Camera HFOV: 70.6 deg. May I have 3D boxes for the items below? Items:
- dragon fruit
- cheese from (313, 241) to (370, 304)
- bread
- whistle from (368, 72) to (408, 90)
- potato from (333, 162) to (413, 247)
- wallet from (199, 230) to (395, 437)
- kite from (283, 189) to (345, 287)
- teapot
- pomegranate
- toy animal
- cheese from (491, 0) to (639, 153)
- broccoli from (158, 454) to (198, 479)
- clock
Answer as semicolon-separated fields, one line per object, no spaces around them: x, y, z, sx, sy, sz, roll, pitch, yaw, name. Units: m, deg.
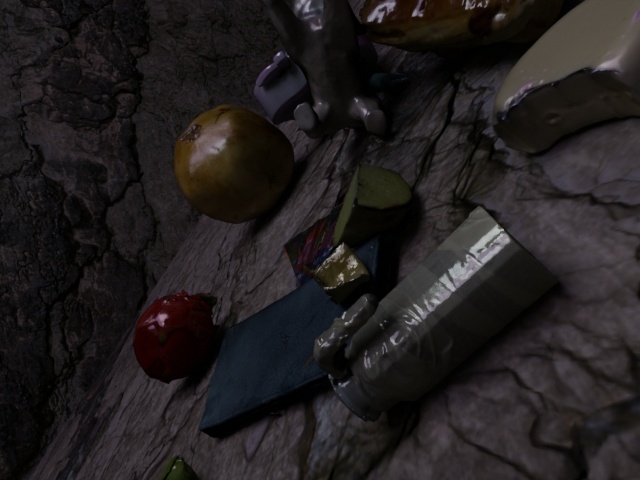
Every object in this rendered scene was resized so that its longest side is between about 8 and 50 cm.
-0.300;0.200;0.944;0.210;0.172;0.172;-67;21;-5;dragon fruit
0.026;0.046;0.516;0.060;0.041;0.084;-44;18;5;cheese
0.237;-0.438;0.690;0.370;0.191;0.314;27;107;57;bread
0.149;-0.359;1.017;0.039;0.039;0.186;-51;20;9;whistle
0.068;-0.022;0.617;0.149;0.081;0.120;-77;4;-59;potato
-0.045;0.143;0.628;0.379;0.046;0.191;-35;29;38;wallet
0.000;0.000;0.811;0.321;0.016;0.234;-32;31;48;kite
0.082;0.064;0.380;0.200;0.107;0.077;-48;30;18;teapot
-0.236;-0.209;1.260;0.332;0.332;0.333;-45;22;24;pomegranate
0.019;-0.372;0.921;0.194;0.345;0.303;-11;17;14;toy animal
0.273;-0.196;0.421;0.249;0.070;0.163;-56;21;-5;cheese
-0.213;0.386;0.531;0.165;0.145;0.304;-58;7;19;broccoli
-0.007;-0.439;1.188;0.338;0.102;0.338;-31;-2;-1;clock
